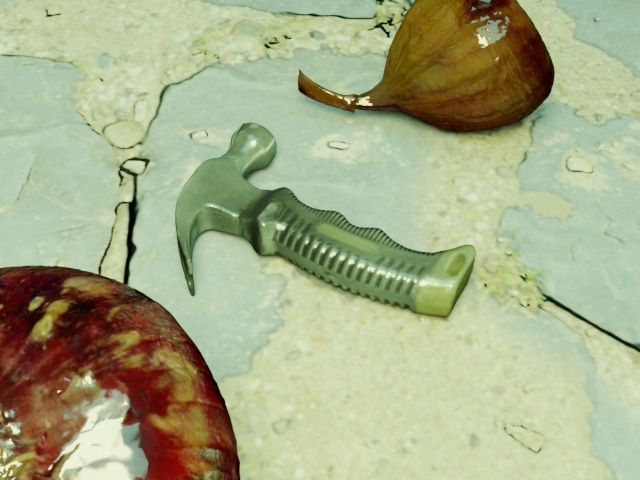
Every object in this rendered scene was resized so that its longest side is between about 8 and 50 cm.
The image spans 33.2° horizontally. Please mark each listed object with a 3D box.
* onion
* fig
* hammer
[{"bbox_3d":[-0.158,0.134,0.585,0.246,0.190,0.246,-3,67,7],"label":"onion"},{"bbox_3d":[0.090,-0.138,0.904,0.201,0.134,0.146,-28,25,-2],"label":"fig"},{"bbox_3d":[0.000,0.000,0.811,0.226,0.041,0.159,21,51,12],"label":"hammer"}]
